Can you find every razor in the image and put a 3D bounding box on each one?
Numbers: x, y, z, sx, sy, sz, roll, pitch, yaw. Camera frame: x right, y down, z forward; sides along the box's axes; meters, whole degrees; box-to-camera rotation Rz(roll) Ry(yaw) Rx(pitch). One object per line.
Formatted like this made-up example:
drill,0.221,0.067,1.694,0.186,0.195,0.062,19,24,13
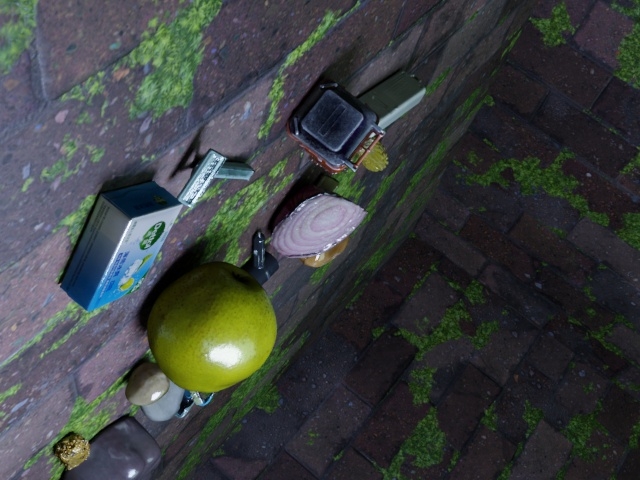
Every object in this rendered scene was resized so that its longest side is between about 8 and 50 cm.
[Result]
razor,-0.191,-0.132,1.389,0.111,0.056,0.278,-54,175,13

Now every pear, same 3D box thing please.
pear,-0.237,0.190,1.613,0.294,0.294,0.294,-49,168,-15

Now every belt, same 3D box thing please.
belt,-0.422,0.491,2.285,0.140,0.058,0.105,-58,173,7

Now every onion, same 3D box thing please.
onion,-0.030,-0.065,1.985,0.247,0.111,0.250,-40,147,21

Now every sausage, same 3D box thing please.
sausage,0.000,-0.001,2.287,0.241,0.136,0.120,-30,162,-51

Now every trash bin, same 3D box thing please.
trash bin,0.041,-0.235,1.655,0.161,0.184,0.239,-52,174,-3

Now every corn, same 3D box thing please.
corn,0.151,-0.269,2.179,0.086,0.086,0.288,-53,166,2

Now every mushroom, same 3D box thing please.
mushroom,-0.421,0.378,1.880,0.329,0.122,0.159,94,1,-70

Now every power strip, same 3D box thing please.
power strip,0.173,-0.367,1.944,0.338,0.098,0.058,-40,166,-45

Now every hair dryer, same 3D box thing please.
hair dryer,-0.171,0.048,1.948,0.124,0.071,0.219,-45,159,-32

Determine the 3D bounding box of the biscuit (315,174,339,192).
biscuit,-0.019,-0.103,2.074,0.188,0.056,0.052,-54,-174,11

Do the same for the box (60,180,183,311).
box,-0.328,0.008,1.197,0.194,0.073,0.139,-58,166,25

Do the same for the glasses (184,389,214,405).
glasses,-0.317,0.284,1.812,0.207,0.102,0.239,70,15,-70

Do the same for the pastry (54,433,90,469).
pastry,-0.580,0.495,1.710,0.080,0.056,0.140,-36,168,-32

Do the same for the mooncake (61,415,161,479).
mooncake,-0.557,0.626,1.950,0.306,0.154,0.306,-51,171,-11
